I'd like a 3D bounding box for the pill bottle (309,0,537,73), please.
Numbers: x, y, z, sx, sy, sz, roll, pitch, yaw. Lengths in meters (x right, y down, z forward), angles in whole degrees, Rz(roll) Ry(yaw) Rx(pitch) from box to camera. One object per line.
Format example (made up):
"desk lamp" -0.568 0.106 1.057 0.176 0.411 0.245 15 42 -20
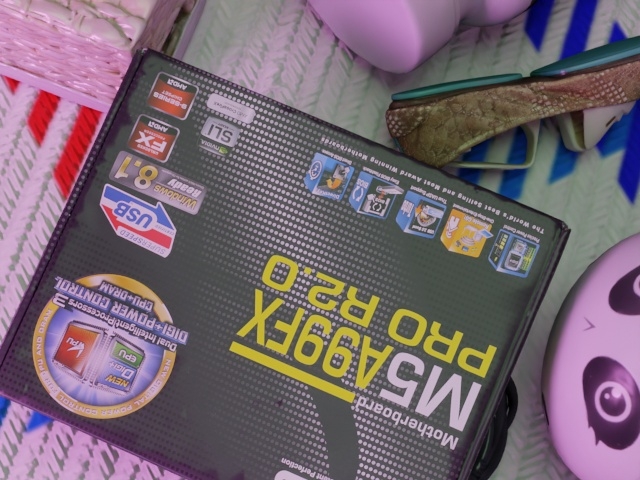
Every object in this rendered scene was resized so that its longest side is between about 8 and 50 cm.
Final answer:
"pill bottle" 0.119 -0.242 0.951 0.278 0.162 0.162 -40 78 -15

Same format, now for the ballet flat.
"ballet flat" 0.144 -0.085 0.956 0.206 0.073 0.067 -14 99 -7

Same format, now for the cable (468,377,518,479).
"cable" 0.034 0.109 0.884 0.150 0.047 0.184 35 76 13

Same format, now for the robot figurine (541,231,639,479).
"robot figurine" 0.266 0.096 0.833 0.278 0.173 0.209 20 38 2

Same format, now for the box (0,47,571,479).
"box" -0.023 0.040 0.829 0.270 0.060 0.216 24 83 6

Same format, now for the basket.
"basket" -0.166 -0.166 0.930 0.167 0.103 0.113 21 71 2
